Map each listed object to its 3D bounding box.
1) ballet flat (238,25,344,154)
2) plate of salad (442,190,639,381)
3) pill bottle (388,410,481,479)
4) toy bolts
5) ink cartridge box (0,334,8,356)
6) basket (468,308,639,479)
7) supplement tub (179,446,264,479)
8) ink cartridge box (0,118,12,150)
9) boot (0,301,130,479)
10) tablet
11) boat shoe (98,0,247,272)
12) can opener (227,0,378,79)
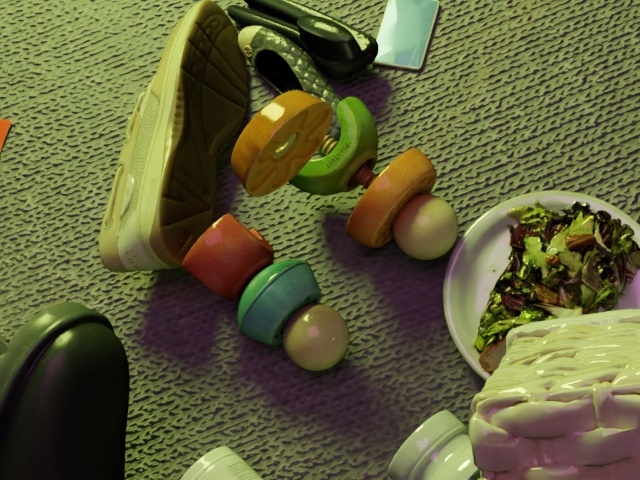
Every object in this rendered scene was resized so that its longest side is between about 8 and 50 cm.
[{"bbox_3d":[-0.029,-0.153,1.176,0.049,0.057,0.173,-31,64,-25],"label":"ballet flat"},{"bbox_3d":[0.207,0.045,1.037,0.200,0.048,0.200,-2,69,6],"label":"plate of salad"},{"bbox_3d":[0.143,0.224,0.947,0.103,0.103,0.184,-44,66,-9],"label":"pill bottle"},{"bbox_3d":[0.000,0.000,1.040,0.158,0.218,0.228,42,98,17],"label":"toy bolts"},{"bbox_3d":[-0.415,0.155,1.104,0.160,0.092,0.219,16,71,18],"label":"ink cartridge box"},{"bbox_3d":[0.276,0.205,0.701,0.331,0.266,0.328,-7,90,15],"label":"basket"},{"bbox_3d":[-0.066,0.234,1.006,0.071,0.071,0.107,-45,65,-9],"label":"supplement tub"},{"bbox_3d":[-0.371,-0.085,1.237,0.063,0.029,0.115,11,69,17],"label":"ink cartridge box"},{"bbox_3d":[-0.083,0.297,0.894,0.445,0.146,0.367,26,105,24],"label":"boot"},{"bbox_3d":[0.086,-0.212,1.209,0.054,0.006,0.083,11,70,16],"label":"tablet"},{"bbox_3d":[-0.147,-0.105,1.158,0.098,0.109,0.302,-11,56,30],"label":"boat shoe"},{"bbox_3d":[-0.018,-0.218,1.208,0.186,0.073,0.059,31,62,36],"label":"can opener"}]
